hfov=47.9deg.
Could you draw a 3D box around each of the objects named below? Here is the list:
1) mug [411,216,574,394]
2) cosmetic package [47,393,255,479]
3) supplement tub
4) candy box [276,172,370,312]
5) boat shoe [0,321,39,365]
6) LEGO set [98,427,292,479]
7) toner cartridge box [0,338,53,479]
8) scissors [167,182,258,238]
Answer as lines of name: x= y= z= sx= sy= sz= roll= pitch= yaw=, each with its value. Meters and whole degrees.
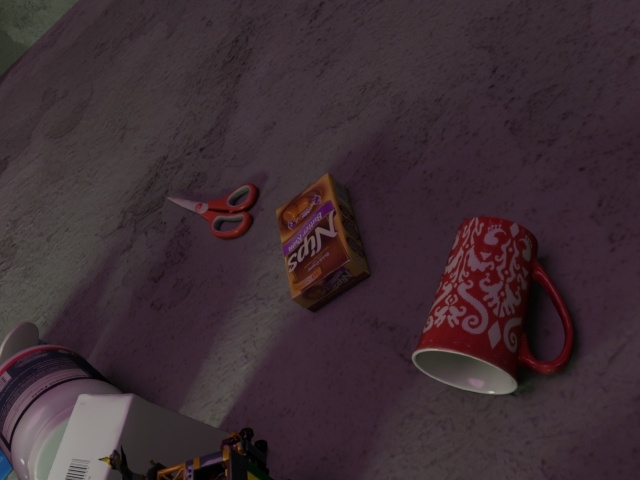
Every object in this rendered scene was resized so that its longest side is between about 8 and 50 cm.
mug: x=0.193 y=0.075 z=0.791 sx=0.113 sy=0.150 sz=0.169 roll=121 pitch=170 yaw=-64
cosmetic package: x=-0.215 y=0.333 z=0.896 sx=0.138 sy=0.225 sz=0.224 roll=-12 pitch=54 yaw=43
supplement tub: x=-0.413 y=0.293 z=1.155 sx=0.272 sy=0.191 sz=0.191 roll=19 pitch=77 yaw=50
candy box: x=0.000 y=0.000 z=1.061 sx=0.109 sy=0.053 sz=0.186 roll=-35 pitch=44 yaw=21
boat shoe: x=-0.598 y=0.240 z=1.372 sx=0.063 sy=0.066 sz=0.184 roll=6 pitch=77 yaw=46
LEGO set: x=-0.133 y=0.384 z=0.756 sx=0.192 sy=0.255 sz=0.331 roll=-20 pitch=55 yaw=14
toner cartridge box: x=-0.637 y=0.372 z=1.419 sx=0.347 sy=0.075 sz=0.165 roll=-54 pitch=40 yaw=1
scissors: x=-0.221 y=-0.051 z=1.348 sx=0.297 sy=0.021 sz=0.109 roll=-1 pitch=64 yaw=43
